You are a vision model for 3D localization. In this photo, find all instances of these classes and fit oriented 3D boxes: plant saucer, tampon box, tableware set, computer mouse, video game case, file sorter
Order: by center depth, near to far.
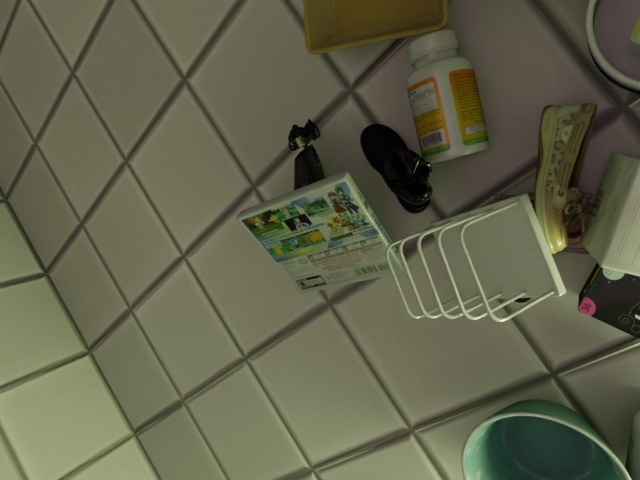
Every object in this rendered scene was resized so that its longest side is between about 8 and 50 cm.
[{"bbox_3d":[0.588,0.104,0.828,0.161,0.101,0.120,26,112,24],"label":"tampon box"},{"bbox_3d":[0.281,0.051,0.886,0.193,0.173,0.278,69,158,1],"label":"file sorter"},{"bbox_3d":[0.453,-0.033,0.915,0.194,0.039,0.128,2,102,31],"label":"tableware set"},{"bbox_3d":[0.118,-0.595,0.965,0.333,0.081,0.333,3,102,30],"label":"plant saucer"},{"bbox_3d":[0.000,0.000,1.110,0.329,0.036,0.300,-16,125,33],"label":"video game case"},{"bbox_3d":[-0.022,-0.155,1.115,0.072,0.188,0.272,6,113,12],"label":"computer mouse"}]

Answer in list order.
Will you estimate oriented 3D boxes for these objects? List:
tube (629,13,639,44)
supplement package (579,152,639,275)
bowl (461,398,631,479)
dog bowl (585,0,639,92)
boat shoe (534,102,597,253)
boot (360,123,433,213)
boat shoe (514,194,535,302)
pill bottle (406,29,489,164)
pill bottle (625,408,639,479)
[{"bbox_3d":[0.543,-0.409,0.647,0.070,0.062,0.240,13,107,-18],"label":"tube"},{"bbox_3d":[0.616,-0.022,0.714,0.293,0.175,0.177,16,108,16],"label":"supplement package"},{"bbox_3d":[0.475,0.468,0.943,0.311,0.163,0.311,7,104,30],"label":"bowl"},{"bbox_3d":[0.583,-0.374,0.722,0.265,0.104,0.265,7,104,29],"label":"dog bowl"},{"bbox_3d":[0.456,-0.116,0.829,0.089,0.104,0.285,2,89,35],"label":"boat shoe"},{"bbox_3d":[0.159,-0.173,0.948,0.094,0.207,0.246,-31,79,8],"label":"boot"},{"bbox_3d":[0.400,0.029,0.901,0.084,0.079,0.233,2,115,23],"label":"boat shoe"},{"bbox_3d":[0.255,-0.289,0.918,0.136,0.136,0.245,-11,95,32],"label":"pill bottle"},{"bbox_3d":[0.662,0.409,0.819,0.160,0.160,0.283,6,105,30],"label":"pill bottle"}]
